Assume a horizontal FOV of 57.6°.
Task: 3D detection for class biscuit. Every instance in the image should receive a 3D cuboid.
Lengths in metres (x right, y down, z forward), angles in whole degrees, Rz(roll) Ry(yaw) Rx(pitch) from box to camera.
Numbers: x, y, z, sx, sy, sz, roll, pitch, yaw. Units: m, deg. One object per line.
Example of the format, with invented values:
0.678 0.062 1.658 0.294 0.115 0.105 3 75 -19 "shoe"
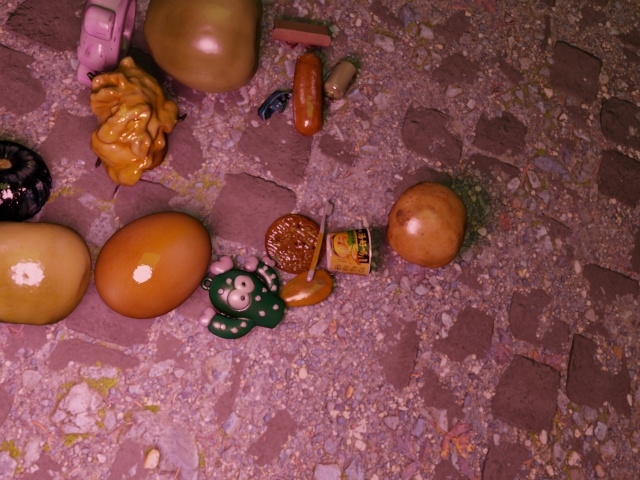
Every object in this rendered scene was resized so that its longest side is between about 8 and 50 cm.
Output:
-0.075 0.009 1.745 0.187 0.027 0.188 4 73 -14 "biscuit"

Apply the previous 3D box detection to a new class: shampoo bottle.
0.054 -0.511 1.913 0.079 0.079 0.162 32 69 -4 "shampoo bottle"

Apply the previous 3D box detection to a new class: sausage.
-0.038 -0.465 1.860 0.108 0.109 0.271 4 75 -14 "sausage"

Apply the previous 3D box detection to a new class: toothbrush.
0.000 0.000 1.739 0.024 0.021 0.288 27 55 -19 "toothbrush"

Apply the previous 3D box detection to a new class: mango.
-0.040 0.142 1.698 0.187 0.066 0.101 -21 79 -12 "mango"

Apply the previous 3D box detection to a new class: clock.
-0.596 -0.606 1.634 0.113 0.322 0.296 14 70 -16 "clock"

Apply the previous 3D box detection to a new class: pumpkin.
-0.818 -0.149 1.502 0.232 0.163 0.233 13 48 -15 "pumpkin"

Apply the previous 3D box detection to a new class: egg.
-0.426 0.058 1.514 0.250 0.250 0.322 47 59 2 "egg"

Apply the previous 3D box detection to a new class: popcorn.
-0.505 -0.330 1.599 0.280 0.316 0.298 0 45 5 "popcorn"

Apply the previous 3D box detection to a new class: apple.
-0.716 0.079 1.429 0.291 0.292 0.254 4 80 -14 "apple"
-0.332 -0.613 1.701 0.356 0.357 0.358 4 72 -14 "apple"

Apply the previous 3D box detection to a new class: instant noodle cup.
0.082 0.035 1.722 0.122 0.151 0.152 -1 73 -8 "instant noodle cup"

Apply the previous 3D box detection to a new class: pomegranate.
0.321 -0.050 1.760 0.260 0.260 0.261 4 72 -14 "pomegranate"

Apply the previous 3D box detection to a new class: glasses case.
-0.069 -0.687 1.949 0.193 0.070 0.103 4 45 -12 "glasses case"

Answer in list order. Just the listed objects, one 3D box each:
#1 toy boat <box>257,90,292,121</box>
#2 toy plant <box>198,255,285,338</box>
-0.140 -0.428 1.843 0.060 0.060 0.137 31 60 16 "toy boat"
-0.218 0.155 1.615 0.243 0.112 0.233 1 74 -20 "toy plant"
